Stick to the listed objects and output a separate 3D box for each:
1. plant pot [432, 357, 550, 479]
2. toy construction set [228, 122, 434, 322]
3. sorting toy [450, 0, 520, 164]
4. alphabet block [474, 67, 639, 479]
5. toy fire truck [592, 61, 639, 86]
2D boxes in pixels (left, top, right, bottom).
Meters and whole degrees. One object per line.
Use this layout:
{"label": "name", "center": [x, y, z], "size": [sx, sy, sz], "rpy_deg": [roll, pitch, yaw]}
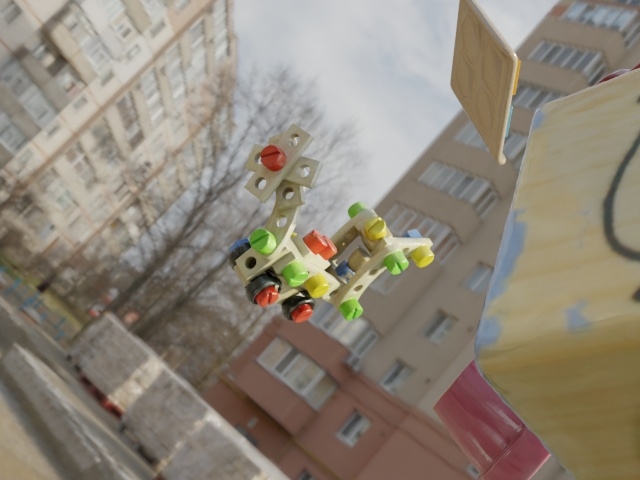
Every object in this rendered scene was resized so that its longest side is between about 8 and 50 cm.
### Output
{"label": "plant pot", "center": [0.286, 0.281, 1.433], "size": [0.180, 0.201, 0.201], "rpy_deg": [42, -12, 14]}
{"label": "toy construction set", "center": [0.000, 0.000, 1.197], "size": [0.327, 0.215, 0.151], "rpy_deg": [42, 15, -46]}
{"label": "sorting toy", "center": [0.239, -0.243, 1.300], "size": [0.208, 0.038, 0.193], "rpy_deg": [83, -9, -46]}
{"label": "alphabet block", "center": [0.218, 0.026, 0.422], "size": [0.197, 0.192, 0.193], "rpy_deg": [-20, -54, 40]}
{"label": "toy fire truck", "center": [0.453, -0.099, 0.966], "size": [0.302, 0.169, 0.254], "rpy_deg": [54, -39, 5]}
